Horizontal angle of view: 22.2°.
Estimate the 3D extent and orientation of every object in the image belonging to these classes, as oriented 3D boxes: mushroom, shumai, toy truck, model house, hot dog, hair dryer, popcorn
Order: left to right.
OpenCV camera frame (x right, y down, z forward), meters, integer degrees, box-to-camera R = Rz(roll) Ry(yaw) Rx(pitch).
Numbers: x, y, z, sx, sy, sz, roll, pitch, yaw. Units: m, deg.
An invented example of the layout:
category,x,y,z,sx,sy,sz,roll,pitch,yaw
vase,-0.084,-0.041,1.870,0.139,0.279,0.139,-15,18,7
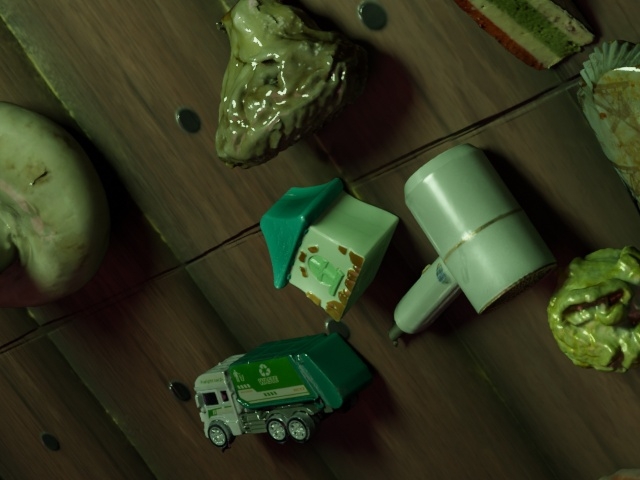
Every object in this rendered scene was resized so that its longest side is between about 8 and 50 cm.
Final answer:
category,x,y,z,sx,sy,sz,roll,pitch,yaw
mushroom,-0.435,-0.024,2.119,0.297,0.290,0.298,17,129,22
shumai,-0.059,-0.192,1.845,0.206,0.166,0.176,-38,88,20
toy truck,-0.051,0.199,2.156,0.253,0.114,0.124,-10,102,38
model house,0.000,0.000,1.980,0.149,0.100,0.127,32,134,13
hair dryer,0.134,0.041,1.923,0.173,0.107,0.357,58,149,14
popcorn,0.319,0.078,1.803,0.162,0.142,0.135,12,150,-26
hot dog,0.370,-0.096,1.675,0.162,0.082,0.270,-4,127,47

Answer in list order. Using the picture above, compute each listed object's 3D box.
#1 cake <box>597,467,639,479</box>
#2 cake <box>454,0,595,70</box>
category,x,y,z,sx,sy,sz,roll,pitch,yaw
cake,0.446,0.407,1.887,0.308,0.237,0.230,-10,112,41
cake,0.179,-0.257,1.658,0.086,0.117,0.220,-27,103,37
